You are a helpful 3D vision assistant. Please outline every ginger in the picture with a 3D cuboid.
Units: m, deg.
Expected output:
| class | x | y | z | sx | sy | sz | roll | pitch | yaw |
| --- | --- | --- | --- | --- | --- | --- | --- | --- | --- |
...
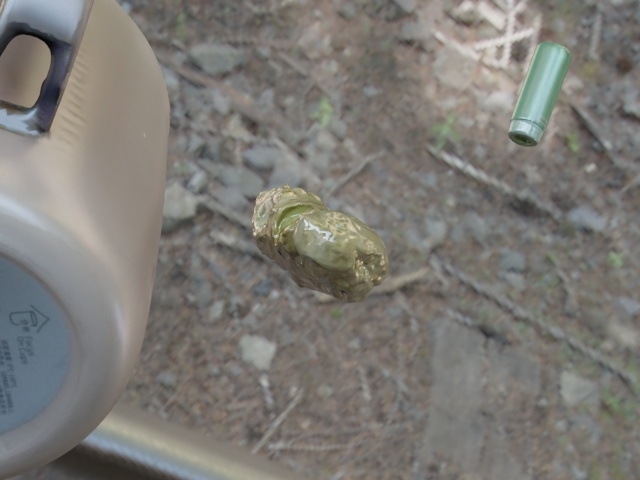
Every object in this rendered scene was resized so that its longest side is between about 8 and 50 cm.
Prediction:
| class | x | y | z | sx | sy | sz | roll | pitch | yaw |
| --- | --- | --- | --- | --- | --- | --- | --- | --- | --- |
| ginger | 0.003 | 0.002 | 0.746 | 0.051 | 0.173 | 0.069 | -46 | 102 | -9 |

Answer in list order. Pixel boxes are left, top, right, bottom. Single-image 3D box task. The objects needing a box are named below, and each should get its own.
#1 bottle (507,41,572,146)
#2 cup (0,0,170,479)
| class | x | y | z | sx | sy | sz | roll | pitch | yaw |
| --- | --- | --- | --- | --- | --- | --- | --- | --- | --- |
| bottle | 0.173 | -0.116 | 1.076 | 0.030 | 0.030 | 0.083 | 26 | 73 | -15 |
| cup | -0.152 | -0.033 | 0.610 | 0.191 | 0.253 | 0.200 | 20 | 30 | -19 |
